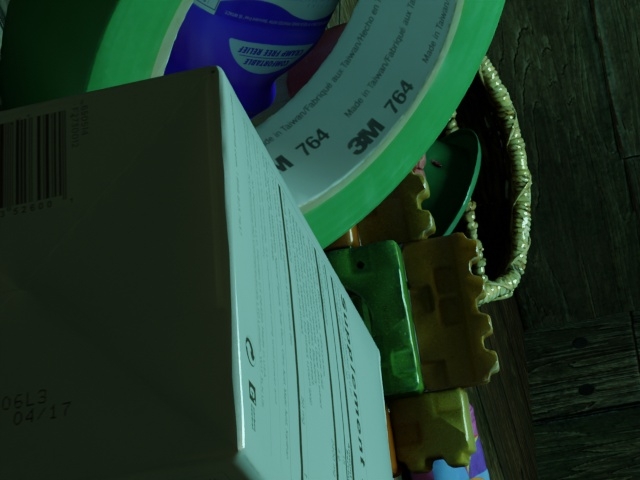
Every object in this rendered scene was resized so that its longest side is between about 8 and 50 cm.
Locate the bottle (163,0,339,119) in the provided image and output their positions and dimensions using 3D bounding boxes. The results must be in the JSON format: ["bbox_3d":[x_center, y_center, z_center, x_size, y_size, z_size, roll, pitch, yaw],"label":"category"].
[{"bbox_3d":[-0.044,-0.165,1.067,0.118,0.283,0.092,-1,40,-42],"label":"bottle"}]

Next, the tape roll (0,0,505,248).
[{"bbox_3d":[-0.026,-0.123,0.947,0.077,0.321,0.321,40,-13,32],"label":"tape roll"}]

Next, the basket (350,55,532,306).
[{"bbox_3d":[0.113,-0.072,1.757,0.223,0.213,0.299,4,75,-88],"label":"basket"}]

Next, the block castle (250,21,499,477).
[{"bbox_3d":[0.039,0.080,1.291,0.303,0.213,0.453,34,47,-75],"label":"block castle"}]

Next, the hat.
[{"bbox_3d":[0.021,-0.075,1.521,0.183,0.173,0.208,32,6,-16],"label":"hat"}]

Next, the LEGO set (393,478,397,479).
[{"bbox_3d":[0.063,0.247,1.667,0.182,0.060,0.244,48,32,-77],"label":"LEGO set"}]

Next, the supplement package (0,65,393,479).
[{"bbox_3d":[-0.079,0.083,0.769,0.293,0.177,0.175,62,20,-59],"label":"supplement package"}]

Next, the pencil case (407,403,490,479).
[{"bbox_3d":[0.151,0.307,1.959,0.104,0.104,0.236,-36,117,-78],"label":"pencil case"}]
